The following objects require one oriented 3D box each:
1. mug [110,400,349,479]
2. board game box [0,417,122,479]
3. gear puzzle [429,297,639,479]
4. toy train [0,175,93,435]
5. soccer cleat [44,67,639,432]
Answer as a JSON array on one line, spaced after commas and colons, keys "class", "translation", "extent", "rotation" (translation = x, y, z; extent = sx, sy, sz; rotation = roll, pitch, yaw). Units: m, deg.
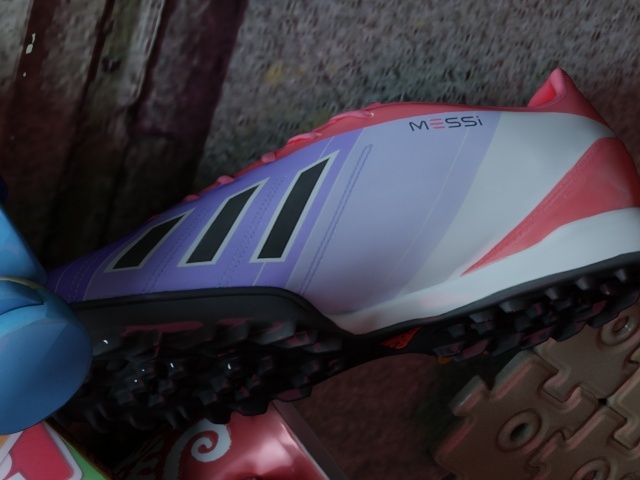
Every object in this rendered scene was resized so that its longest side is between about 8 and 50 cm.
[{"class": "mug", "translation": [-0.074, 0.140, 0.840], "extent": [0.169, 0.113, 0.150], "rotation": [-37, 153, 1]}, {"class": "board game box", "translation": [-0.209, 0.160, 0.753], "extent": [0.259, 0.039, 0.124], "rotation": [-45, 106, -2]}, {"class": "gear puzzle", "translation": [0.138, 0.078, 1.009], "extent": [0.175, 0.044, 0.339], "rotation": [-48, 136, 8]}, {"class": "toy train", "translation": [-0.206, 0.057, 0.643], "extent": [0.248, 0.143, 0.105], "rotation": [-34, 138, -9]}, {"class": "soccer cleat", "translation": [0.000, 0.000, 0.790], "extent": [0.318, 0.116, 0.108], "rotation": [-10, 158, -25]}]
